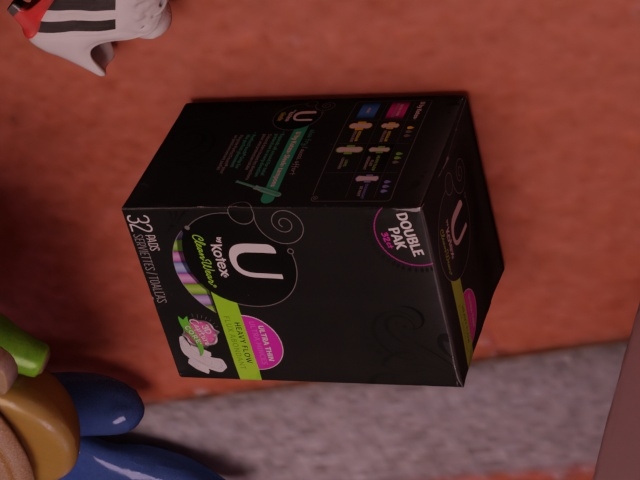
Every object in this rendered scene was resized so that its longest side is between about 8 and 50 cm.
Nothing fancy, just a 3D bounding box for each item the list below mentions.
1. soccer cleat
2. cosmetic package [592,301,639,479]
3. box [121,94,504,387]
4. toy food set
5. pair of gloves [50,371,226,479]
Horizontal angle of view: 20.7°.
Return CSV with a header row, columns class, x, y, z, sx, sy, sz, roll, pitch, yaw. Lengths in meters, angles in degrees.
class,x,y,z,sx,sy,sz,roll,pitch,yaw
soccer cleat,-0.048,-0.071,0.451,0.036,0.029,0.083,36,135,-20
cosmetic package,0.237,0.252,0.396,0.329,0.327,0.393,-3,127,24
box,0.000,0.000,0.470,0.083,0.052,0.062,0,128,21
toy food set,-0.133,0.042,0.537,0.132,0.038,0.192,27,149,7
pair of gloves,-0.104,0.112,0.624,0.159,0.023,0.198,19,131,6
